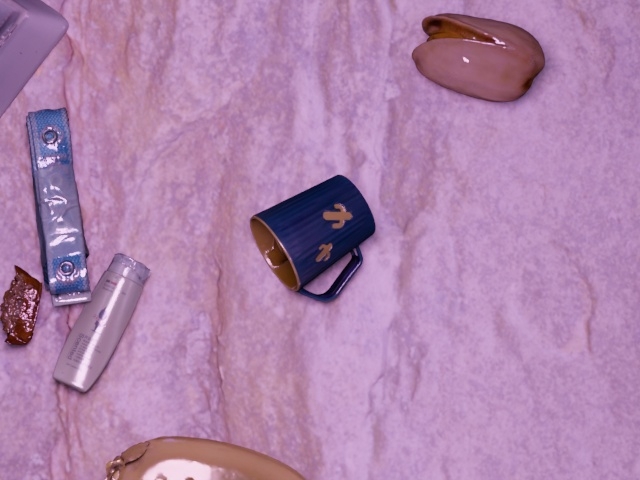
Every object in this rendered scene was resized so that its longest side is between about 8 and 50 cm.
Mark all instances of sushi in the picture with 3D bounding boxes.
[{"bbox_3d":[-0.447,0.097,1.838,0.055,0.052,0.120,13,79,-20],"label":"sushi"}]

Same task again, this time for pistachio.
[{"bbox_3d":[0.251,-0.293,1.958,0.206,0.131,0.129,15,69,0],"label":"pistachio"}]

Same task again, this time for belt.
[{"bbox_3d":[-0.392,-0.052,1.857,0.072,0.087,0.302,-6,79,-16],"label":"belt"}]

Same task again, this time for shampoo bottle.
[{"bbox_3d":[-0.327,0.122,1.846,0.072,0.049,0.212,21,76,8],"label":"shampoo bottle"}]

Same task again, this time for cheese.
[{"bbox_3d":[-0.176,0.409,1.775,0.316,0.128,0.259,26,69,-7],"label":"cheese"}]

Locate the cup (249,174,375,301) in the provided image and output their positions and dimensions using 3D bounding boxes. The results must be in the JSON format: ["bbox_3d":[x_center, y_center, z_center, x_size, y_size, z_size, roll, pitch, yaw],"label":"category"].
[{"bbox_3d":[0.000,0.000,1.882,0.155,0.131,0.176,-33,114,-15],"label":"cup"}]

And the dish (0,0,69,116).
[{"bbox_3d":[-0.527,-0.302,1.892,0.182,0.080,0.243,34,78,0],"label":"dish"}]
